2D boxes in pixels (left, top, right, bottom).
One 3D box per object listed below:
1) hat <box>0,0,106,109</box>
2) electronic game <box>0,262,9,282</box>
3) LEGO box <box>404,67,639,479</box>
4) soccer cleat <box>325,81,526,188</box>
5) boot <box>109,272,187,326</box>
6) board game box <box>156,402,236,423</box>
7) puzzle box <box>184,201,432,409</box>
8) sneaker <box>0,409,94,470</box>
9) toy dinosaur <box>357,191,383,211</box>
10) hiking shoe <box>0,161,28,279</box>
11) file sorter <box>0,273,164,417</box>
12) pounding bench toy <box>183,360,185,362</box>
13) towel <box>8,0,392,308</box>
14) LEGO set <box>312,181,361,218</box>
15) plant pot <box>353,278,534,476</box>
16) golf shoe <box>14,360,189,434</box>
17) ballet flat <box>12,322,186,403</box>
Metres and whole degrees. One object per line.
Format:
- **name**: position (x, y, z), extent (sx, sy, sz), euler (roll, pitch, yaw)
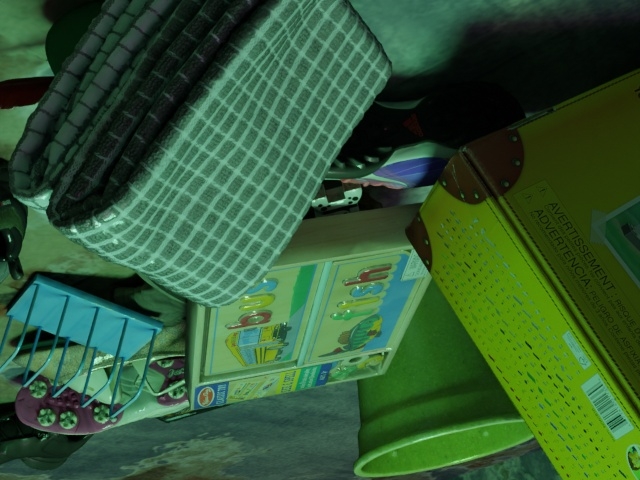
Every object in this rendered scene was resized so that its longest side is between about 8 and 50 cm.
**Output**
- **hat**: position (-0.196, -0.168, 0.955), extent (0.209, 0.184, 0.173), euler (-26, 138, -39)
- **electronic game**: position (-0.440, 0.015, 1.223), extent (0.229, 0.048, 0.229), euler (-7, 150, -4)
- **LEGO box**: position (0.379, 0.082, 1.117), extent (0.373, 0.500, 0.193), euler (-24, 163, -22)
- **soccer cleat**: position (0.052, -0.092, 1.162), extent (0.318, 0.108, 0.116), euler (-6, 153, -25)
- **boot**: position (-0.199, 0.061, 1.435), extent (0.161, 0.083, 0.246), euler (-14, 156, 26)
- **board game box**: position (-0.204, 0.266, 1.978), extent (0.186, 0.026, 0.126), euler (-17, 158, 9)
- **puzzle box**: position (-0.023, 0.088, 1.366), extent (0.272, 0.052, 0.409), euler (-9, 154, -11)
- **sneaker**: position (-0.479, 0.302, 1.842), extent (0.130, 0.109, 0.286), euler (-32, 160, 26)
- **toy dinosaur**: position (0.000, 0.000, 1.434), extent (0.211, 0.064, 0.112), euler (-37, 134, 27)
- **hiking shoe**: position (-0.349, -0.033, 1.072), extent (0.086, 0.114, 0.227), euler (-24, 155, 24)
- **file sorter**: position (-0.305, 0.136, 1.441), extent (0.170, 0.104, 0.118), euler (24, 144, -21)
- **pounding bench toy**: position (-0.167, 0.164, 1.680), extent (0.052, 0.083, 0.065), euler (-2, 155, -26)
- **towel**: position (-0.073, -0.097, 0.893), extent (0.283, 0.121, 0.235), euler (-55, 150, 0)
- **LEGO set**: position (-0.063, -0.030, 1.265), extent (0.227, 0.087, 0.093), euler (-15, 142, 5)
- **plant pot**: position (0.155, 0.178, 1.660), extent (0.276, 0.253, 0.276), euler (-11, 160, -4)
- **golf shoe**: position (-0.300, 0.237, 1.752), extent (0.306, 0.115, 0.140), euler (-9, 161, -7)
- **ballet flat**: position (-0.260, 0.166, 1.587), extent (0.316, 0.106, 0.107), euler (-11, 175, -1)
